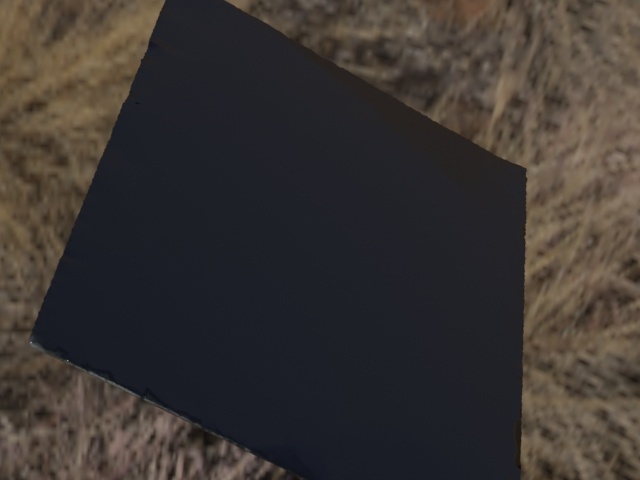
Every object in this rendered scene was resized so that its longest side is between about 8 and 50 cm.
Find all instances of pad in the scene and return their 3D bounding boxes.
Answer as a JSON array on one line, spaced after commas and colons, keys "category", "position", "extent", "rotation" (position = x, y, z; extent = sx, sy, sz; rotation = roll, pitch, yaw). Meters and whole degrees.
[{"category": "pad", "position": [0.000, 0.000, 0.990], "extent": [0.248, 0.007, 0.367], "rotation": [28, 32, -11]}]
